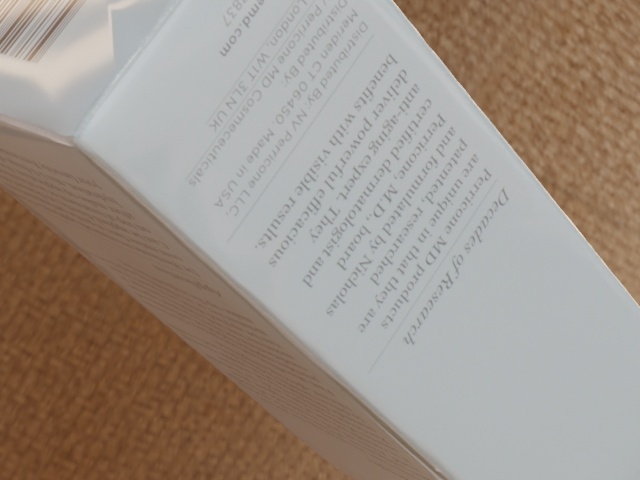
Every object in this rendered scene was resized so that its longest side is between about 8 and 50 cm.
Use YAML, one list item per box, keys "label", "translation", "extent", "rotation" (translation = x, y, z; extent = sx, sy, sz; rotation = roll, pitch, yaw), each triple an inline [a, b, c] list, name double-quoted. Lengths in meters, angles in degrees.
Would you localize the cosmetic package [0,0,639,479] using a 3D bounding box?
- label: "cosmetic package"
  translation: [0.000, 0.000, 0.857]
  extent: [0.161, 0.230, 0.453]
  rotation: [-55, 130, -13]
